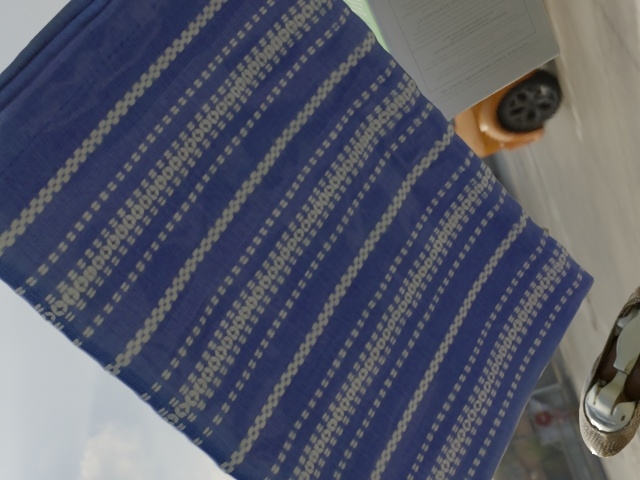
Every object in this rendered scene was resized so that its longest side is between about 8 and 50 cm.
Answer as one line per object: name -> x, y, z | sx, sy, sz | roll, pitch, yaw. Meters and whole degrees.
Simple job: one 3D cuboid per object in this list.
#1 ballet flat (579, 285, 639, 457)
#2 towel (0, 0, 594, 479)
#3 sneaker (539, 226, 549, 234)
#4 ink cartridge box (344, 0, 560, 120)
ballet flat -> 0.313, 0.138, 1.025 | 0.067, 0.073, 0.206 | -9, -63, -56
towel -> 0.000, 0.000, 0.498 | 0.336, 0.040, 0.243 | 45, -121, -19
sneaker -> 0.180, 0.065, 1.035 | 0.222, 0.118, 0.083 | -67, -28, -56
ink cartridge box -> 0.064, -0.189, 0.636 | 0.209, 0.109, 0.062 | 61, 175, -25
